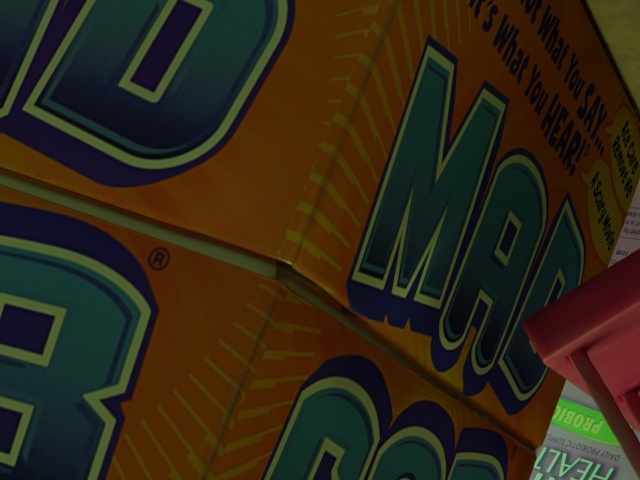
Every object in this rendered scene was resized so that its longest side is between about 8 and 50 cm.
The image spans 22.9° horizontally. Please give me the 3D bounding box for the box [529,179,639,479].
[{"bbox_3d":[0.235,0.112,0.923,0.214,0.243,0.117,27,170,-35],"label":"box"}]

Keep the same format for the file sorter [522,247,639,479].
[{"bbox_3d":[0.254,0.090,0.642,0.291,0.202,0.182,34,-154,-57],"label":"file sorter"}]

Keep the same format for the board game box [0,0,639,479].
[{"bbox_3d":[-0.101,0.012,0.731,0.356,0.356,0.356,18,171,25],"label":"board game box"}]
